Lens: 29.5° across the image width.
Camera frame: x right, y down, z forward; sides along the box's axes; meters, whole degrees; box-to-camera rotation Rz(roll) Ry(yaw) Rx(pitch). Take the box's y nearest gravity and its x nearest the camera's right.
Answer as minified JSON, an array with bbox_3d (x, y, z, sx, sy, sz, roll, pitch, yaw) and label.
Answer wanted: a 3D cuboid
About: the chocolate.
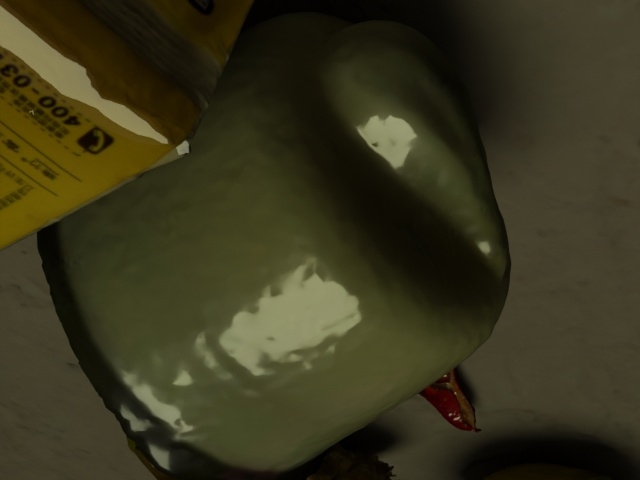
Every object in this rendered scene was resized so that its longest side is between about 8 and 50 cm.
[{"bbox_3d":[0.000,0.000,0.898,0.297,0.314,0.326,-23,144,24],"label":"chocolate"}]

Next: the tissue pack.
[{"bbox_3d":[-0.261,-0.195,0.733,0.293,0.228,0.382,-23,124,41],"label":"tissue pack"}]

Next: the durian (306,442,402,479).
[{"bbox_3d":[-0.036,0.310,1.472,0.341,0.191,0.112,-18,114,50],"label":"durian"}]

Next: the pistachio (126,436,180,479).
[{"bbox_3d":[-0.142,0.241,1.445,0.189,0.100,0.110,14,149,-2],"label":"pistachio"}]

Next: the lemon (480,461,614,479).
[{"bbox_3d":[0.256,0.394,1.407,0.293,0.293,0.293,7,145,5],"label":"lemon"}]

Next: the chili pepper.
[{"bbox_3d":[0.112,0.132,1.274,0.050,0.059,0.268,34,167,42],"label":"chili pepper"}]
